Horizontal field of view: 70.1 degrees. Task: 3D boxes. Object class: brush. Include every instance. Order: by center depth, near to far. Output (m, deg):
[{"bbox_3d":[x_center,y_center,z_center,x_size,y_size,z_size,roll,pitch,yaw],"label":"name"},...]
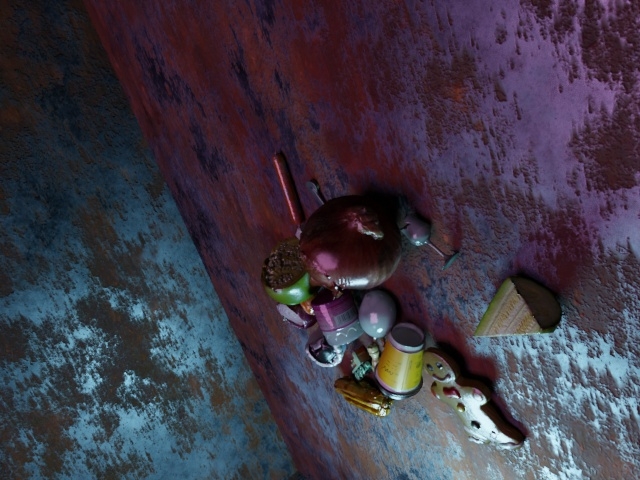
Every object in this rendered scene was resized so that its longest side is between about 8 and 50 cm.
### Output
[{"bbox_3d":[0.025,-0.129,1.825,0.266,0.027,0.062,56,150,-1],"label":"brush"}]

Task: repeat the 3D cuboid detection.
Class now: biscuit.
[{"bbox_3d":[0.501,0.569,1.627,0.432,0.064,0.283,54,150,-3],"label":"biscuit"}]

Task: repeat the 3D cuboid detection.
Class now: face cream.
[{"bbox_3d":[0.071,0.312,1.890,0.175,0.175,0.195,-7,107,57],"label":"face cream"}]

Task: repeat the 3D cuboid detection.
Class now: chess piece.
[{"bbox_3d":[0.244,0.518,2.010,0.066,0.066,0.122,-9,103,57],"label":"chess piece"}]

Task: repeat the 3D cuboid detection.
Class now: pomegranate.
[{"bbox_3d":[-0.072,0.150,1.965,0.359,0.309,0.216,14,146,28],"label":"pomegranate"}]

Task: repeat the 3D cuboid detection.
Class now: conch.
[{"bbox_3d":[0.212,0.293,1.798,0.185,0.121,0.221,-118,31,-50],"label":"conch"}]

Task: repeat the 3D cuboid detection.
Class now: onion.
[{"bbox_3d":[0.098,0.018,1.521,0.354,0.354,0.353,36,141,35],"label":"onion"},{"bbox_3d":[-0.093,0.317,2.213,0.207,0.200,0.200,17,129,43],"label":"onion"}]

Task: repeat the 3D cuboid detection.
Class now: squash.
[{"bbox_3d":[0.556,0.251,1.272,0.203,0.111,0.288,-102,15,-48],"label":"squash"}]

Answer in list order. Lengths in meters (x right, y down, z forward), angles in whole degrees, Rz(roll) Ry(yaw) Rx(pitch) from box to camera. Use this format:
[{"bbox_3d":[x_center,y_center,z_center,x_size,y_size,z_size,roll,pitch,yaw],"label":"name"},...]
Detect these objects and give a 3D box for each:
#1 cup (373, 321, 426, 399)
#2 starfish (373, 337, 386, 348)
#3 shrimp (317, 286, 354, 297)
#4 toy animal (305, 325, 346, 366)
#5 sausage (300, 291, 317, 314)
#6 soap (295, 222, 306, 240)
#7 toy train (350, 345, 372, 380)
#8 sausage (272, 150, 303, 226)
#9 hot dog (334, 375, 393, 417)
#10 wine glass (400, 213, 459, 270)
[{"bbox_3d":[0.312,0.461,1.753,0.196,0.196,0.279,33,132,38],"label":"cup"},{"bbox_3d":[0.214,0.350,1.917,0.213,0.057,0.238,11,125,43],"label":"starfish"},{"bbox_3d":[0.054,0.247,2.049,0.178,0.075,0.289,54,149,21],"label":"shrimp"},{"bbox_3d":[0.048,0.478,2.137,0.156,0.204,0.208,47,125,-9],"label":"toy animal"},{"bbox_3d":[-0.078,0.231,2.123,0.093,0.093,0.312,98,149,-46],"label":"sausage"},{"bbox_3d":[0.000,0.000,1.868,0.183,0.121,0.064,48,146,20],"label":"soap"},{"bbox_3d":[0.187,0.580,2.138,0.118,0.074,0.176,58,155,23],"label":"toy train"},{"bbox_3d":[-0.138,-0.215,1.954,0.053,0.053,0.347,10,124,52],"label":"sausage"},{"bbox_3d":[0.206,0.737,2.191,0.158,0.117,0.349,48,155,-19],"label":"hot dog"},{"bbox_3d":[0.335,0.000,1.424,0.195,0.079,0.079,44,146,23],"label":"wine glass"}]
